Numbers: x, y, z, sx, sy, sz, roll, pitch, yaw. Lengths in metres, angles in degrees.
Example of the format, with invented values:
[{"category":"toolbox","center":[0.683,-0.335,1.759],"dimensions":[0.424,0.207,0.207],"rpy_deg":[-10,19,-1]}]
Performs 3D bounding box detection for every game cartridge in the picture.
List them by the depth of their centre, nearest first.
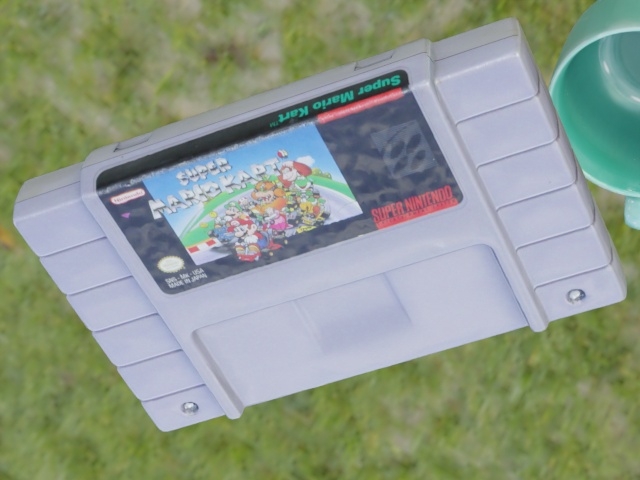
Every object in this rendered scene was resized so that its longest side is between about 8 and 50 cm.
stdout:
[{"category":"game cartridge","center":[0.000,0.000,1.121],"dimensions":[0.355,0.068,0.230],"rpy_deg":[-18,132,17]}]

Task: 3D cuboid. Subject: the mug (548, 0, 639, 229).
[{"category":"mug","center":[0.218,-0.100,1.141],"dimensions":[0.129,0.097,0.158],"rpy_deg":[32,130,-3]}]
